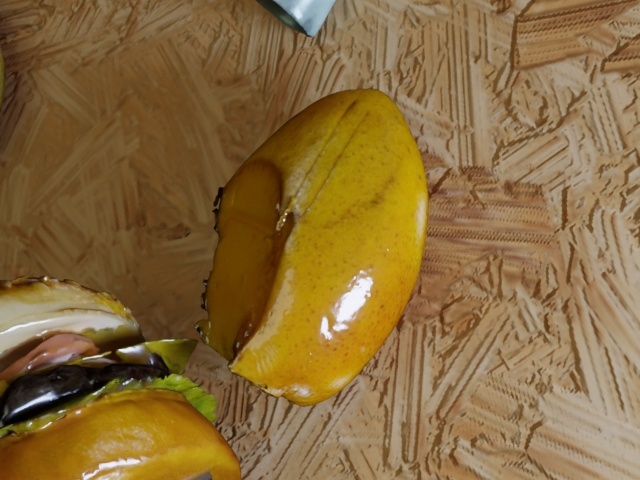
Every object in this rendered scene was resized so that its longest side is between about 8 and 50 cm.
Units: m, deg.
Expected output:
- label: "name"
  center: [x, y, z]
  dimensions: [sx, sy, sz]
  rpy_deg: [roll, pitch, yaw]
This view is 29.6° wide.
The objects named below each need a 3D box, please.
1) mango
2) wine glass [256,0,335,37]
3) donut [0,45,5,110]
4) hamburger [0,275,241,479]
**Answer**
- label: "mango"
  center: [0.000, 0.000, 0.903]
  dimensions: [0.153, 0.126, 0.252]
  rpy_deg: [9, 71, 33]
- label: "wine glass"
  center: [0.009, -0.248, 1.005]
  dimensions: [0.073, 0.073, 0.155]
  rpy_deg: [35, 88, 28]
- label: "donut"
  center: [-0.461, -0.136, 1.123]
  dimensions: [0.360, 0.170, 0.360]
  rpy_deg: [-8, 71, 24]
- label: "hamburger"
  center: [-0.216, 0.160, 0.866]
  dimensions: [0.291, 0.291, 0.225]
  rpy_deg: [-44, 62, 6]
